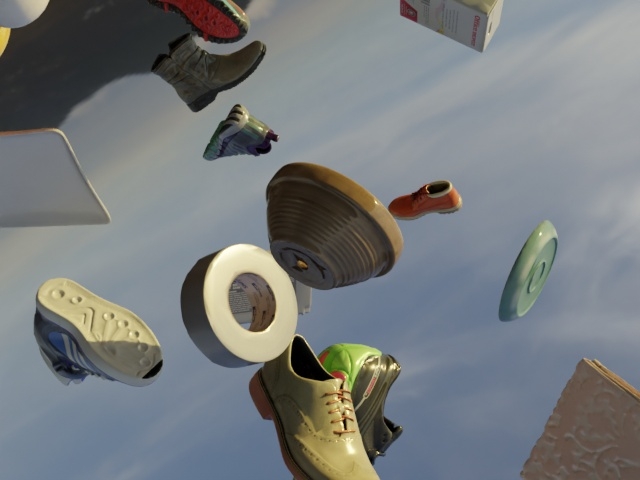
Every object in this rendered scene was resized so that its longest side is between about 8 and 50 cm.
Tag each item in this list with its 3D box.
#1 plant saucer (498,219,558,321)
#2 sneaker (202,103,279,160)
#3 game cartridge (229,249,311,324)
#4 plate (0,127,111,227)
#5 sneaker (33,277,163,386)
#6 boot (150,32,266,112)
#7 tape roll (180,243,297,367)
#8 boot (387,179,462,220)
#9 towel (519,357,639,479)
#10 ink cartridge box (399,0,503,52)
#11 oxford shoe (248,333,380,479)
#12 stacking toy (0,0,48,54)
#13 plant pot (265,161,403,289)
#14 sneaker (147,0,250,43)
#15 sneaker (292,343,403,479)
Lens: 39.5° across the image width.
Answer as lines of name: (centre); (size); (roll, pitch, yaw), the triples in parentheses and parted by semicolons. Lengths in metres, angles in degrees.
plant saucer: (0.599, 0.096, 2.528); (0.044, 0.317, 0.317); (26, -129, 26)
sneaker: (-0.145, -0.170, 1.597); (0.083, 0.098, 0.224); (-63, -167, -13)
game cartridge: (-0.168, 0.125, 2.392); (0.294, 0.196, 0.060); (-6, -150, -18)
plate: (-0.576, -0.125, 1.732); (0.278, 0.277, 0.045); (-1, -127, 10)
sneaker: (-0.453, 0.236, 1.819); (0.130, 0.323, 0.236); (-43, 158, -39)
boot: (-0.260, -0.420, 2.064); (0.247, 0.161, 0.083); (-35, -147, 11)
tape roll: (-0.145, 0.119, 1.617); (0.072, 0.219, 0.219); (-21, -161, 43)
boot: (0.210, -0.089, 1.867); (0.158, 0.084, 0.059); (-10, -119, 18)
towel: (0.565, 0.437, 1.704); (0.053, 0.331, 0.317); (-10, -140, -42)
ink cartridge box: (0.234, -0.427, 1.591); (0.072, 0.175, 0.127); (-58, 166, -14)
oxford shoe: (0.005, 0.329, 1.595); (0.397, 0.141, 0.146); (47, -65, 38)
stacking toy: (-0.626, -0.363, 1.444); (0.480, 0.350, 0.350); (-14, -158, 26)
plant pot: (0.000, 0.000, 1.375); (0.237, 0.237, 0.109); (-12, -141, 56)
sneaker: (-0.213, -0.463, 1.659); (0.125, 0.262, 0.104); (-36, 152, -35)
sneaker: (0.067, 0.440, 1.845); (0.202, 0.482, 0.185); (1, -155, -22)
